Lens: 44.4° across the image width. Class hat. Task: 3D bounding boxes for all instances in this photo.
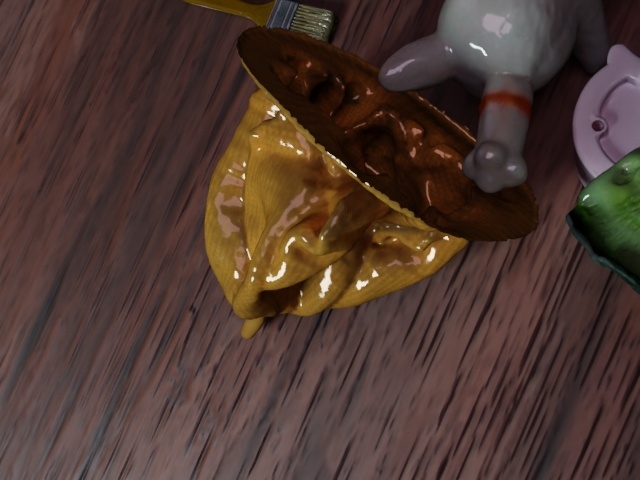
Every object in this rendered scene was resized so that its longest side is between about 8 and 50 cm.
[{"bbox_3d":[0.000,0.000,0.621,0.233,0.244,0.233,-55,39,29],"label":"hat"}]

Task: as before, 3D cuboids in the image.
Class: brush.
[{"bbox_3d":[-0.064,-0.214,0.734,0.170,0.014,0.043,22,89,21],"label":"brush"}]

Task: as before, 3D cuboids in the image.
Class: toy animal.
[{"bbox_3d":[0.147,-0.170,0.596,0.141,0.138,0.282,22,89,22],"label":"toy animal"}]

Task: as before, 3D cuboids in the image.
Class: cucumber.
[{"bbox_3d":[0.223,-0.004,0.439,0.086,0.193,0.115,39,97,-22],"label":"cucumber"}]

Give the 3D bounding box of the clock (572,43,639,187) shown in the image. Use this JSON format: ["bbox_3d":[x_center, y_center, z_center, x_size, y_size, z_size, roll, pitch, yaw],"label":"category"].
[{"bbox_3d":[0.314,-0.004,0.544,0.275,0.080,0.290,4,80,18],"label":"clock"}]
